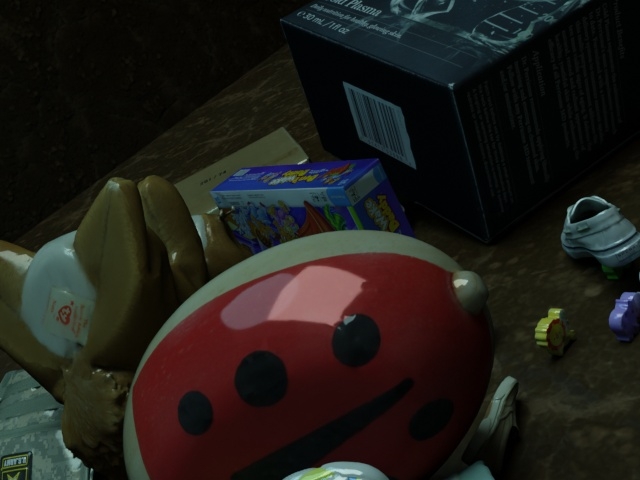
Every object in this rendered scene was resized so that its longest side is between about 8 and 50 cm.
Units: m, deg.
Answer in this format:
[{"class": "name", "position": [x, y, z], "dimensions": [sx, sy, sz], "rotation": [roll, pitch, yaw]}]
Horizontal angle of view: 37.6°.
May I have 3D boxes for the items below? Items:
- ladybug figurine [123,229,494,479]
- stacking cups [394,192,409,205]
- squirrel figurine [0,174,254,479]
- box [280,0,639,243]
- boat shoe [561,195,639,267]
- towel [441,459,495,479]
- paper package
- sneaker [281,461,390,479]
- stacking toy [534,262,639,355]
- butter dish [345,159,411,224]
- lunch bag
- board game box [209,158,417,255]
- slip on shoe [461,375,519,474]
[{"class": "ladybug figurine", "position": [-0.022, 0.171, 0.929], "dimensions": [0.449, 0.305, 0.162], "rotation": [-41, 12, 22]}, {"class": "stacking cups", "position": [0.186, -0.124, 1.712], "dimensions": [0.316, 0.096, 0.096], "rotation": [-26, 21, -6]}, {"class": "squirrel figurine", "position": [-0.195, 0.118, 1.243], "dimensions": [0.281, 0.397, 0.370], "rotation": [-27, -13, 26]}, {"class": "box", "position": [0.274, -0.309, 1.583], "dimensions": [0.472, 0.297, 0.480], "rotation": [-33, 37, -18]}, {"class": "boat shoe", "position": [0.355, -0.023, 1.205], "dimensions": [0.083, 0.076, 0.226], "rotation": [-29, 5, 0]}, {"class": "towel", "position": [0.054, 0.357, 0.743], "dimensions": [0.320, 0.090, 0.374], "rotation": [-27, 21, 1]}, {"class": "paper package", "position": [-0.152, -0.051, 1.835], "dimensions": [0.325, 0.168, 0.309], "rotation": [-28, 22, -2]}, {"class": "sneaker", "position": [-0.037, 0.287, 0.813], "dimensions": [0.240, 0.091, 0.126], "rotation": [-32, 26, 21]}, {"class": "stacking toy", "position": [0.374, 0.060, 1.090], "dimensions": [0.167, 0.052, 0.221], "rotation": [-1, 33, 49]}, {"class": "butter dish", "position": [0.060, -0.030, 1.592], "dimensions": [0.118, 0.160, 0.160], "rotation": [-43, 11, 31]}, {"class": "lunch bag", "position": [-0.359, 0.298, 1.286], "dimensions": [0.235, 0.169, 0.287], "rotation": [-15, 31, 20]}, {"class": "board game box", "position": [0.000, 0.000, 1.434], "dimensions": [0.078, 0.233, 0.347], "rotation": [-40, 24, -30]}, {"class": "slip on shoe", "position": [0.194, 0.199, 1.010], "dimensions": [0.041, 0.051, 0.135], "rotation": [26, 34, 15]}]
